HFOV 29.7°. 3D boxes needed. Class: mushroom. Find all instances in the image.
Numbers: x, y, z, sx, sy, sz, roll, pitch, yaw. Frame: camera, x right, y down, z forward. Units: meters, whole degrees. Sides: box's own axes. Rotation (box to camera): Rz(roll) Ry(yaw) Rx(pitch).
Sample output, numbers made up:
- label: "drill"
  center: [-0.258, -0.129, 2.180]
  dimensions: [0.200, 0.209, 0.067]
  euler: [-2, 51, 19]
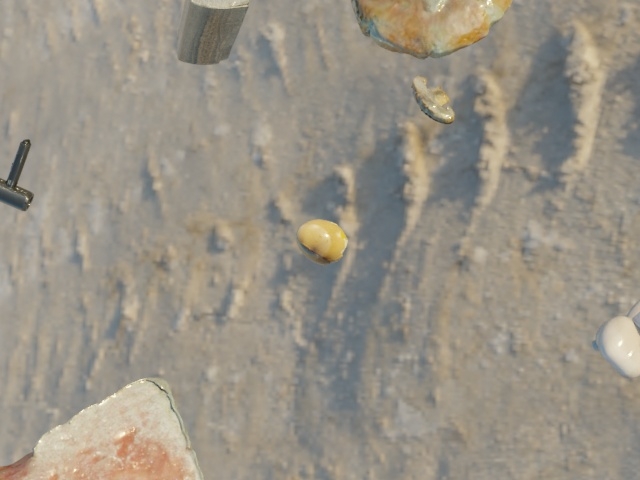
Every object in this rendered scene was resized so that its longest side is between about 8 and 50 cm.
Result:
- label: "mushroom"
  center: [0.172, -0.217, 1.855]
  dimensions: [0.101, 0.049, 0.019]
  euler: [54, 156, 29]

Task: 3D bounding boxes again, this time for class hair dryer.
- label: "hair dryer"
  center: [-0.343, -0.078, 1.372]
  dimensions: [0.026, 0.047, 0.083]
  euler: [-79, 13, -70]

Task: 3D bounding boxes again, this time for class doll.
- label: "doll"
  center: [0.333, 0.066, 1.179]
  dimensions: [0.059, 0.160, 0.161]
  euler: [46, 157, -6]

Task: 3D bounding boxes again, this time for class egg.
- label: "egg"
  center: [0.000, 0.000, 1.928]
  dimensions: [0.071, 0.083, 0.071]
  euler: [-46, 26, 31]

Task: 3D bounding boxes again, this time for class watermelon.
- label: "watermelon"
  center: [-0.162, 0.188, 0.814]
  dimensions: [0.213, 0.261, 0.201]
  euler: [103, 174, -74]

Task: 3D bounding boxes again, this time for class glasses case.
- label: "glasses case"
  center: [-0.132, -0.264, 1.451]
  dimensions: [0.205, 0.070, 0.047]
  euler: [138, 133, -75]

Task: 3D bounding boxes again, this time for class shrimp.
- label: "shrimp"
  center: [0.103, -0.307, 1.112]
  dimensions: [0.062, 0.164, 0.317]
  euler: [78, -171, -66]
